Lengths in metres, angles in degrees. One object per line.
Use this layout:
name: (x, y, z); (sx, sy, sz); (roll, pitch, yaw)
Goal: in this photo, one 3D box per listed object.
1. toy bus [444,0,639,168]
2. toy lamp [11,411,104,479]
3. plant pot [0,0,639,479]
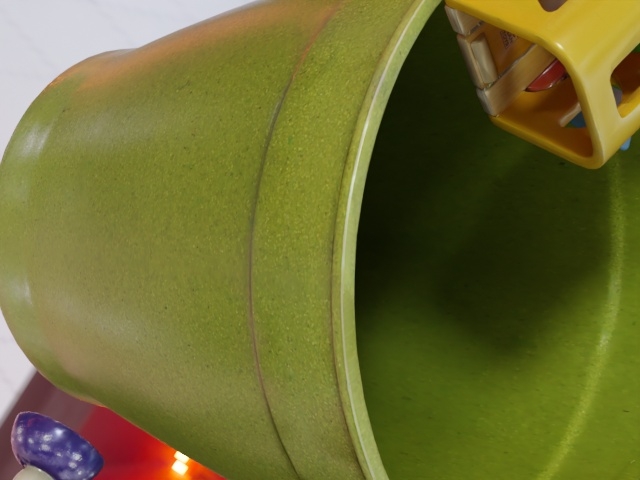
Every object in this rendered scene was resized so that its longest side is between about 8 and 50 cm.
toy bus: (0.157, -0.129, 0.829); (0.191, 0.202, 0.104); (-3, 26, -44)
toy lamp: (-0.243, 0.243, 1.151); (0.080, 0.080, 0.274); (32, 63, -7)
plant pot: (0.000, 0.000, 1.041); (0.353, 0.366, 0.366); (5, -2, 41)
